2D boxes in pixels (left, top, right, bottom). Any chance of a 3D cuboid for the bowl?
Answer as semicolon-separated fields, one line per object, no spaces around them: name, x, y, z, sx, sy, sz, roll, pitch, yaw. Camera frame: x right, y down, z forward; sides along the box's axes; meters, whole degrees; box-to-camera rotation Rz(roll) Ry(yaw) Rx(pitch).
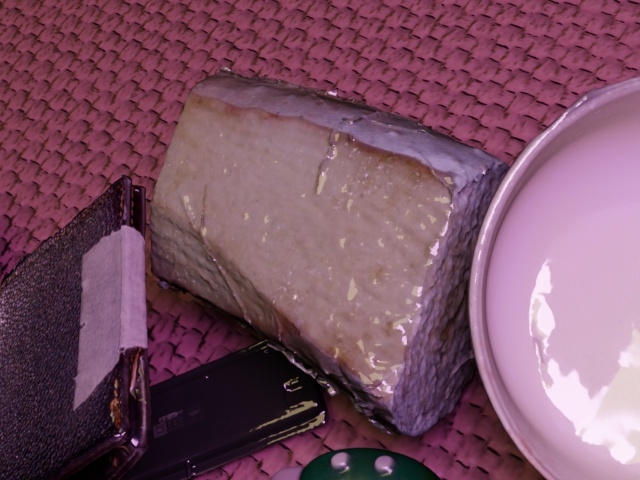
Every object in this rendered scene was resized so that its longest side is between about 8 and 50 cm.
bowl;0.219;0.038;0.742;0.277;0.145;0.277;0;88;-1

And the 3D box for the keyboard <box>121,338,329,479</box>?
keyboard;-0.107;0.147;0.907;0.230;0.025;0.094;-22;53;7

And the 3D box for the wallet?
wallet;-0.199;0.105;0.874;0.262;0.071;0.221;-41;41;40

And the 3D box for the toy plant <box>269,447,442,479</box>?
toy plant;0.022;0.238;0.739;0.243;0.112;0.232;13;50;39

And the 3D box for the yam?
yam;0.003;-0.002;0.853;0.271;0.201;0.202;24;90;27
